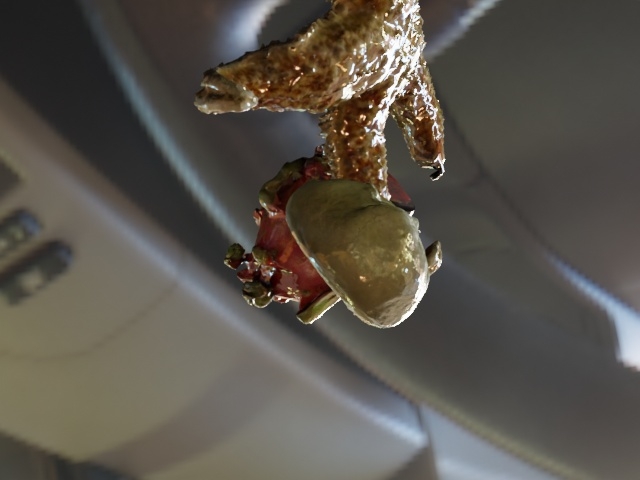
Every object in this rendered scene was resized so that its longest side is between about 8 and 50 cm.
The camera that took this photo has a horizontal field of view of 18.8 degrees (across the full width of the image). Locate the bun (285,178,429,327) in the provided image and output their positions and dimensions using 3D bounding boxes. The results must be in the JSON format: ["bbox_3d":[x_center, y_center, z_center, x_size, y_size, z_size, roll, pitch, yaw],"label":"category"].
[{"bbox_3d":[0.024,0.002,0.969,0.055,0.086,0.086,-39,166,1],"label":"bun"}]

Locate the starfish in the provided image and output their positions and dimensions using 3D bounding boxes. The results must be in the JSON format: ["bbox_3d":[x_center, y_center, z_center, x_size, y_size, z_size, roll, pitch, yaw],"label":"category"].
[{"bbox_3d":[0.031,-0.121,1.266,0.113,0.303,0.312,6,-167,26],"label":"starfish"}]

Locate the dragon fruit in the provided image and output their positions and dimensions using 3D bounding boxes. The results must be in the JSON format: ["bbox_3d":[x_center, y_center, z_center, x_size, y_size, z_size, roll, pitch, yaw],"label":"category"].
[{"bbox_3d":[0.000,0.000,1.908,0.172,0.160,0.166,-53,-172,17],"label":"dragon fruit"}]
